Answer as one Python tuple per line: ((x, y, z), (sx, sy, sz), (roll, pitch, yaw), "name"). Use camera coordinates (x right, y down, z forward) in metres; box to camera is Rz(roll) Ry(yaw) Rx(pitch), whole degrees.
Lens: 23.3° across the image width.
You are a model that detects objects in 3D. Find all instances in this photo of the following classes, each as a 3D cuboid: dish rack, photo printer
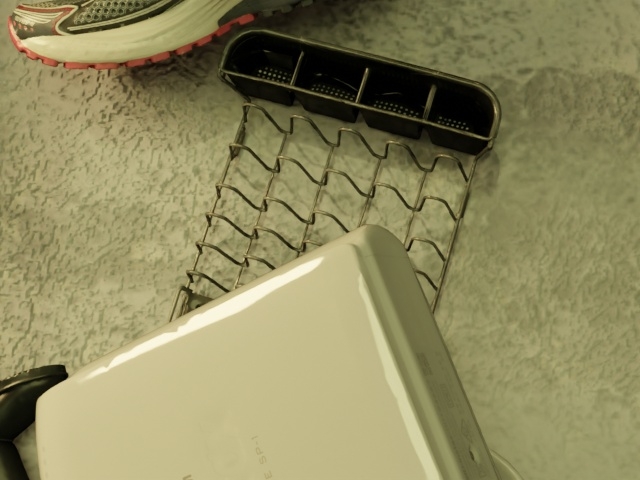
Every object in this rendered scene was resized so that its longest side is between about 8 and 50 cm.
((0.000, 0.000, 1.119), (0.208, 0.074, 0.271), (15, 79, 10), "dish rack")
((-0.044, 0.165, 1.028), (0.307, 0.107, 0.256), (-26, 77, 22), "photo printer")

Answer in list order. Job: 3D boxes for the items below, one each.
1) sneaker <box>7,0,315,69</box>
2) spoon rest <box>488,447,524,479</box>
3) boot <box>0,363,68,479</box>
((-0.089, -0.208, 1.139), (0.299, 0.121, 0.112), (-22, 106, 0), "sneaker")
((0.114, 0.261, 1.040), (0.137, 0.084, 0.276), (-28, 76, -1), "spoon rest")
((-0.225, 0.154, 1.122), (0.121, 0.045, 0.099), (-23, 73, 8), "boot")
